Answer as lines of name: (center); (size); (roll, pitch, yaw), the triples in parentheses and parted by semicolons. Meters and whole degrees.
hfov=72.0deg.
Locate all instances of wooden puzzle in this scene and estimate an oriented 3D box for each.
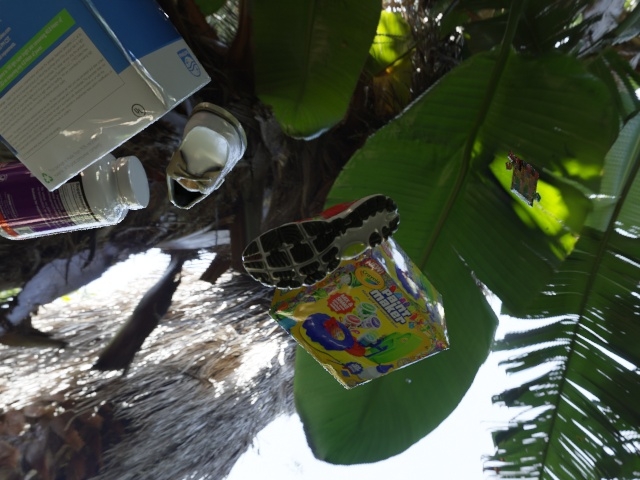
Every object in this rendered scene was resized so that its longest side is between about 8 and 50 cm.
wooden puzzle: (0.259, -0.075, 0.559); (0.006, 0.083, 0.049); (-11, -122, 53)

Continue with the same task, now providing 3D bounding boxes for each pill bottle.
pill bottle: (-0.586, -0.113, 1.033); (0.323, 0.181, 0.181); (-10, -97, -3)

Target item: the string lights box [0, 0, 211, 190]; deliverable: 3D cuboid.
string lights box: (-0.207, -0.173, 0.272); (0.133, 0.076, 0.259); (-21, -62, 26)

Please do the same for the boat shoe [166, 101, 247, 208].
boat shoe: (-0.218, -0.137, 0.815); (0.113, 0.302, 0.103); (27, -113, -12)

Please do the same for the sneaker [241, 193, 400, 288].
sneaker: (0.000, 0.000, 0.752); (0.279, 0.118, 0.107); (-19, -78, -17)

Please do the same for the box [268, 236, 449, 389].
box: (0.091, 0.146, 1.010); (0.279, 0.177, 0.290); (-32, -67, 25)
